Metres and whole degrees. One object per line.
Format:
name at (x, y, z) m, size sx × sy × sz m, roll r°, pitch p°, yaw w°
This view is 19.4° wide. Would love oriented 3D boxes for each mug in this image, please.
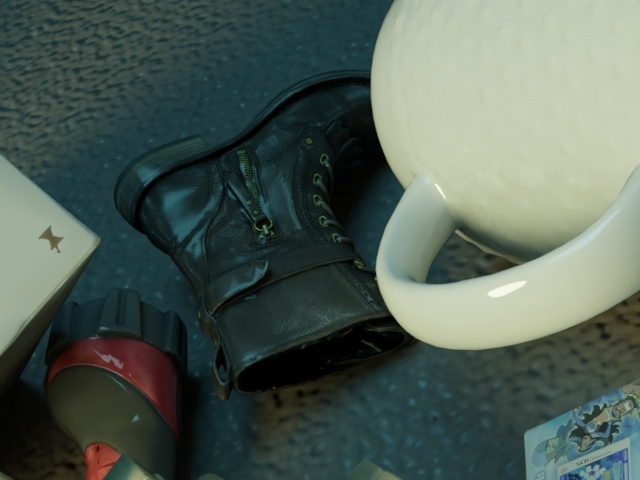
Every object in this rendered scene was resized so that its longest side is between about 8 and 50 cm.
mug at (0.176, -0.073, 1.124) m, size 0.328 × 0.276 × 0.374 m, roll -4°, pitch 38°, yaw 48°

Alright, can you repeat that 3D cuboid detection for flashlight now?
flashlight at (-0.141, 0.168, 1.202) m, size 0.103 × 0.103 × 0.304 m, roll -39°, pitch 31°, yaw 31°

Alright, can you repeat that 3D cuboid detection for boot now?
boot at (0.000, 0.000, 1.323) m, size 0.263 × 0.091 × 0.229 m, roll -25°, pitch 49°, yaw -19°

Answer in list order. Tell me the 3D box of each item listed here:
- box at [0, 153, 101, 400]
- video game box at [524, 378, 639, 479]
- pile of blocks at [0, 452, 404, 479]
box at (-0.299, 0.070, 1.210) m, size 0.215 × 0.168 × 0.345 m, roll -50°, pitch 1°, yaw -25°
video game box at (0.200, 0.153, 1.008) m, size 0.187 × 0.048 × 0.205 m, roll -27°, pitch 35°, yaw 25°
pile of blocks at (-0.086, 0.191, 1.068) m, size 0.362 × 0.149 × 0.112 m, roll 6°, pitch 1°, yaw -14°
